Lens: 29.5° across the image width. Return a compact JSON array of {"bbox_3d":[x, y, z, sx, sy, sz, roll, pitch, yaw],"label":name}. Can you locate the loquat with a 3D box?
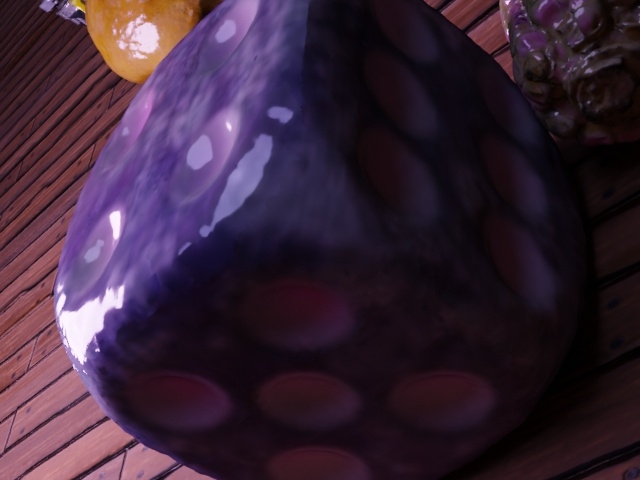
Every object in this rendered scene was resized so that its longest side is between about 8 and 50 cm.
[{"bbox_3d":[-0.201,-0.310,1.582,0.238,0.193,0.238,-20,66,52],"label":"loquat"}]

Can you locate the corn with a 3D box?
[{"bbox_3d":[0.188,-0.193,0.902,0.126,0.126,0.335,-43,26,27],"label":"corn"}]

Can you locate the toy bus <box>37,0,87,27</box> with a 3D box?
[{"bbox_3d":[-0.358,-0.406,2.024,0.152,0.144,0.330,-57,25,0],"label":"toy bus"}]

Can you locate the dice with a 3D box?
[{"bbox_3d":[0.000,0.000,0.834,0.271,0.270,0.270,-36,34,36],"label":"dice"}]
